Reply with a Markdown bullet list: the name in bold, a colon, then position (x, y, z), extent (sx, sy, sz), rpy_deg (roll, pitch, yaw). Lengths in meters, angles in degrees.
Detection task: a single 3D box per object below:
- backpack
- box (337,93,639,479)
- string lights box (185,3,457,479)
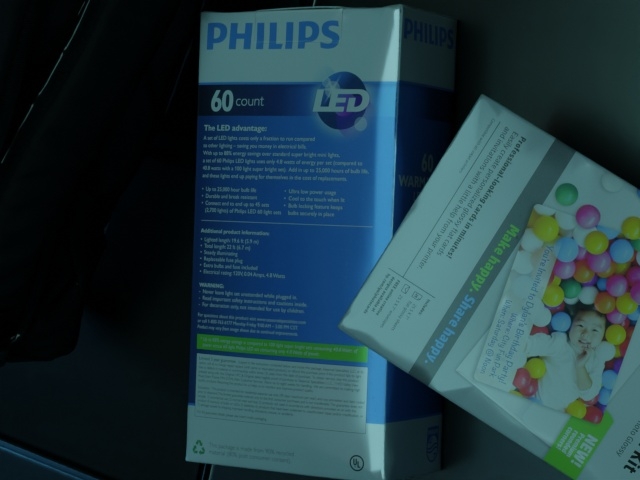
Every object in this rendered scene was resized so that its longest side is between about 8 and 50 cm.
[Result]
- **backpack**: position (-0.208, -0.130, 1.042), extent (0.355, 0.290, 0.273), rpy_deg (-54, 46, 33)
- **box**: position (0.125, 0.034, 0.946), extent (0.186, 0.038, 0.145), rpy_deg (33, 96, 6)
- **string lights box**: position (0.000, 0.000, 1.042), extent (0.133, 0.077, 0.260), rpy_deg (3, 91, 30)
